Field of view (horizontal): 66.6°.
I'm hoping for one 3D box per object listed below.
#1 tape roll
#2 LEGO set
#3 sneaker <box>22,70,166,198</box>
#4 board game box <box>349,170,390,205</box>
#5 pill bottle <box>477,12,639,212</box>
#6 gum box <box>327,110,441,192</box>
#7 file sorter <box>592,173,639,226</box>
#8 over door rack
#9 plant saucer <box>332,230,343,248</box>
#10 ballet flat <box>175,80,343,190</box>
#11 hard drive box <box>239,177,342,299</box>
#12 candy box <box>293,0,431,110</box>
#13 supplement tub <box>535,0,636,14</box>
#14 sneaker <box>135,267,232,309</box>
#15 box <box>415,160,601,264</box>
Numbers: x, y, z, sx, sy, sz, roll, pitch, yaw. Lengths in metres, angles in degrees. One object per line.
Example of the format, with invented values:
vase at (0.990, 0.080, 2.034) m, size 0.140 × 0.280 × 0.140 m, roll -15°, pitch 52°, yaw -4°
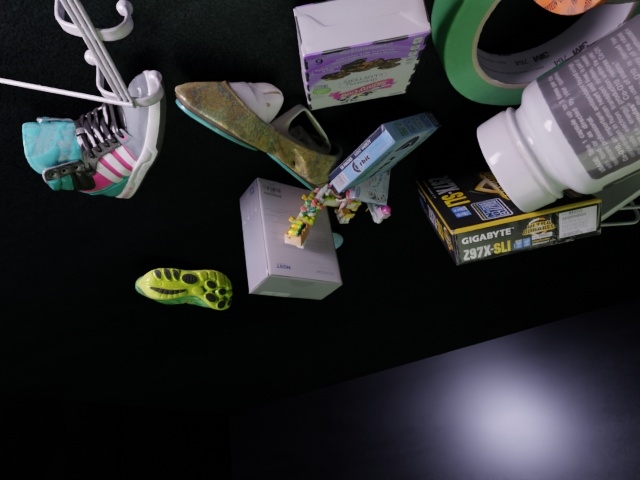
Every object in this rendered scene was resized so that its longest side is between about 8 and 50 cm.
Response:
tape roll at (0.332, -0.341, 0.723) m, size 0.322 × 0.077 × 0.321 m, roll -9°, pitch 151°, yaw -5°
LEGO set at (0.032, -0.086, 1.031) m, size 0.287 × 0.132 × 0.107 m, roll -17°, pitch 155°, yaw -40°
sneaker at (-0.364, -0.166, 0.770) m, size 0.179 × 0.123 × 0.295 m, roll -1°, pitch 153°, yaw -36°
board game box at (0.105, -0.125, 1.032) m, size 0.090 × 0.090 × 0.020 m, roll 10°, pitch 174°, yaw -34°
pill bottle at (0.439, -0.197, 0.729) m, size 0.361 × 0.204 × 0.204 m, roll -31°, pitch 146°, yaw 33°
gum box at (0.122, -0.168, 0.914) m, size 0.184 × 0.041 × 0.157 m, roll -29°, pitch 172°, yaw -48°
file sorter at (0.602, -0.169, 0.913) m, size 0.173 × 0.192 × 0.277 m, roll -5°, pitch 153°, yaw -18°
over door rack at (-0.378, -0.278, 0.585) m, size 0.325 × 0.108 × 0.239 m, roll 3°, pitch 152°, yaw 5°
plant saucer at (0.000, 0.000, 1.295) m, size 0.119 × 0.021 × 0.119 m, roll -8°, pitch 152°, yaw -4°
ballet flat at (-0.081, -0.197, 0.828) m, size 0.123 × 0.123 × 0.349 m, roll -27°, pitch 147°, yaw 28°
hard drive box at (-0.067, -0.001, 1.048) m, size 0.181 × 0.232 × 0.089 m, roll 11°, pitch 145°, yaw -33°
candy box at (0.054, -0.266, 0.702) m, size 0.165 × 0.070 × 0.196 m, roll -11°, pitch 175°, yaw 0°
supplement tub at (0.356, -0.367, 0.472) m, size 0.316 × 0.193 × 0.193 m, roll -31°, pitch 152°, yaw -4°
sneaker at (-0.367, 0.127, 1.346) m, size 0.124 × 0.109 × 0.296 m, roll -4°, pitch 164°, yaw 41°
box at (0.352, -0.077, 0.985) m, size 0.257 × 0.322 × 0.079 m, roll -14°, pitch 114°, yaw 5°
